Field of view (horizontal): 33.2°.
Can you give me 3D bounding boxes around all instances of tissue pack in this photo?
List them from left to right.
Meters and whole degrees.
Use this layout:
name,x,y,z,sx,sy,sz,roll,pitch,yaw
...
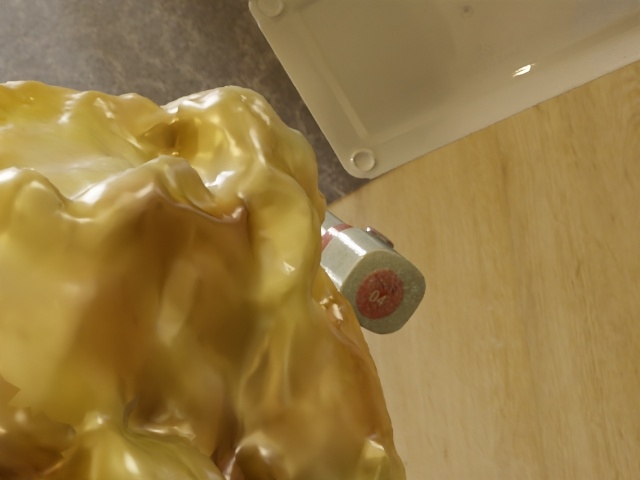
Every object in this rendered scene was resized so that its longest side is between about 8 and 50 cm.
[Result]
name,x,y,z,sx,sy,sz,roll,pitch,yaw
tissue pack,0.099,-0.171,0.705,0.246,0.159,0.136,-23,25,21

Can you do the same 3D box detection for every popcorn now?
name,x,y,z,sx,sy,sz,roll,pitch,yaw
popcorn,-0.147,0.096,0.517,0.354,0.390,0.344,32,58,-5

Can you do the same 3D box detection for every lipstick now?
name,x,y,z,sx,sy,sz,roll,pitch,yaw
lipstick,0.001,-0.001,0.763,0.057,0.063,0.186,-55,35,3
